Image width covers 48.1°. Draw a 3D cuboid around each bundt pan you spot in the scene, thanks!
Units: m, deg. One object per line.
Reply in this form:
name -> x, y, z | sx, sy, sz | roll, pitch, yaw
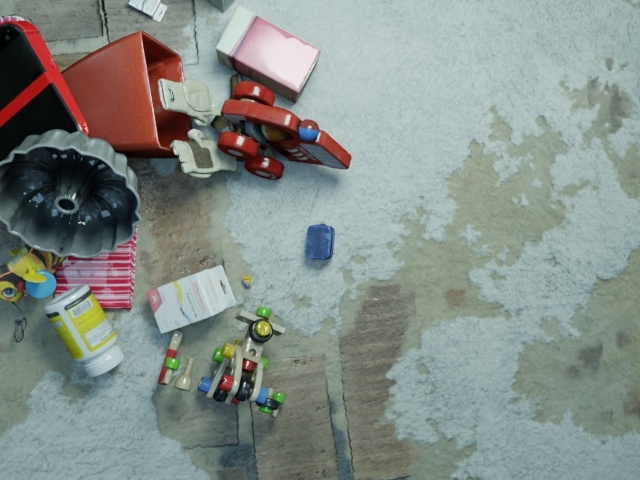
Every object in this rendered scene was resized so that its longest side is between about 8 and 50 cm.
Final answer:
bundt pan -> -0.565, -0.117, 1.628 | 0.331, 0.124, 0.330 | -2, 133, -2

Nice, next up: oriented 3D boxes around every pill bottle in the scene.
pill bottle -> -0.577, 0.223, 1.767 | 0.119, 0.119, 0.208 | -27, 104, -5

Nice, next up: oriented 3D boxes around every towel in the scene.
towel -> -0.571, 0.036, 1.824 | 0.199, 0.031, 0.274 | 3, 89, -4

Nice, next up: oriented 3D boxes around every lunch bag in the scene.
lunch bag -> 0.000, 0.000, 1.860 | 0.067, 0.065, 0.098 | 6, 90, 10

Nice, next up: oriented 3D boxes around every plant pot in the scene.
plant pot -> -0.472, -0.324, 1.735 | 0.236, 0.267, 0.267 | -8, 90, 8

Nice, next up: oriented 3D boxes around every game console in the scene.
game console -> -0.751, -0.293, 1.708 | 0.387, 0.060, 0.342 | -31, 88, 23

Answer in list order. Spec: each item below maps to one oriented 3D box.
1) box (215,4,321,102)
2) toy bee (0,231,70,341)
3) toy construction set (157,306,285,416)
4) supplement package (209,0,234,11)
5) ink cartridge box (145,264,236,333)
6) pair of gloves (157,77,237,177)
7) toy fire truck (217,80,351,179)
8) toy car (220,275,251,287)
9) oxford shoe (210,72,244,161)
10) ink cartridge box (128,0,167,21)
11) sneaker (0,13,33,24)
box -> -0.131, -0.465, 1.810 | 0.232, 0.148, 0.126 | 27, 88, -4
toy bee -> -0.721, 0.087, 1.725 | 0.162, 0.195, 0.298 | 29, 72, -40
toy construction set -> -0.228, 0.276, 1.784 | 0.309, 0.257, 0.237 | 13, 71, 5
supplement package -> -0.269, -0.710, 1.773 | 0.194, 0.203, 0.149 | 40, 86, -3
ink cartridge box -> -0.322, 0.145, 1.790 | 0.198, 0.067, 0.115 | -21, 91, 20
pair of gloves -> -0.297, -0.267, 1.719 | 0.042, 0.204, 0.240 | -13, 94, 33
toy fire truck -> -0.086, -0.256, 1.728 | 0.254, 0.302, 0.169 | 10, 77, 29
toy car -> -0.235, 0.130, 1.843 | 0.122, 0.060, 0.040 | -8, 122, 1
oxford shoe -> -0.234, -0.319, 1.834 | 0.096, 0.083, 0.227 | 5, 88, -1
ink cartridge box -> -0.442, -0.604, 1.843 | 0.083, 0.028, 0.048 | 26, 87, -5
sneaker -> -0.794, -0.534, 1.797 | 0.171, 0.075, 0.063 | 1, 108, 17
